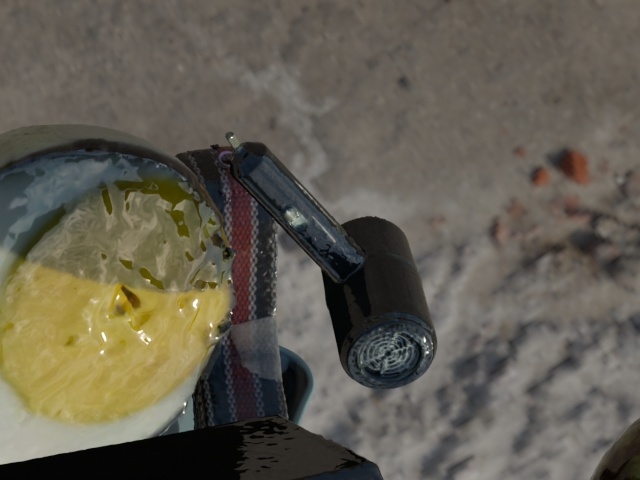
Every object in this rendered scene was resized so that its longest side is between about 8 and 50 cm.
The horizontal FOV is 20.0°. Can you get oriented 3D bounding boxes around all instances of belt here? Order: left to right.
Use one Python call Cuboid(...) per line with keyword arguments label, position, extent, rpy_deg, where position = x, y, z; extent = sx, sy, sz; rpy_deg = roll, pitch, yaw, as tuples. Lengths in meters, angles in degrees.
Cuboid(label="belt", position=(-0.083, 0.089, 1.717), extent=(0.094, 0.126, 0.360), rpy_deg=(-4, 91, -12))

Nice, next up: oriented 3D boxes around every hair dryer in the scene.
Cuboid(label="hair dryer", position=(0.000, 0.000, 1.270), extent=(0.071, 0.124, 0.219), rpy_deg=(-33, 123, 14))

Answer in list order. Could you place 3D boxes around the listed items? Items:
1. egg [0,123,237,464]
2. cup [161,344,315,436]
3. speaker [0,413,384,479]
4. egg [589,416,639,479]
Cuboid(label="egg", position=(-0.243, 0.028, 1.531), extent=(0.337, 0.201, 0.337), rpy_deg=(-18, 126, -27))
Cuboid(label="cup", position=(-0.203, 0.159, 1.928), extent=(0.256, 0.311, 0.331), rpy_deg=(-28, 115, 31))
Cuboid(label="speaker", position=(-0.087, 0.266, 1.171), extent=(0.232, 0.184, 0.254), rpy_deg=(-8, 100, -23))
Cuboid(label="egg", position=(0.323, 0.232, 1.421), extent=(0.238, 0.238, 0.289), rpy_deg=(-38, 176, 10))
